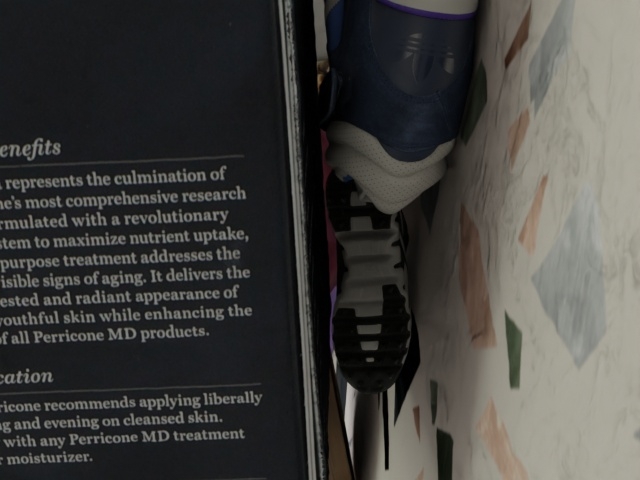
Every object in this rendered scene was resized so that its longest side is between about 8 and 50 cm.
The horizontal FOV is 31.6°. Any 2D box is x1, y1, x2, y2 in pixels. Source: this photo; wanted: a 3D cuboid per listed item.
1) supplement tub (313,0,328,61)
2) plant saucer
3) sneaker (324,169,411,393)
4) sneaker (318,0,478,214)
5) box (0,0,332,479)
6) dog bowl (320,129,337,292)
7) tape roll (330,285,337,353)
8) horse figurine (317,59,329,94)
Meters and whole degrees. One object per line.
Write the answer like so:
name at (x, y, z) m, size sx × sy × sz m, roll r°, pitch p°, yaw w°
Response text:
supplement tub at (-0.033, -0.413, 1.417) m, size 0.235 × 0.235 × 0.325 m, roll 104°, pitch 168°, yaw -62°
plant saucer at (0.002, 0.190, 1.348) m, size 0.278 × 0.041 × 0.278 m, roll -12°, pitch -90°, yaw -90°
sneaker at (0.053, 0.030, 1.097) m, size 0.106 × 0.078 × 0.234 m, roll -46°, pitch -47°, yaw -71°
sneaker at (0.044, -0.158, 0.987) m, size 0.323 × 0.130 × 0.236 m, roll -108°, pitch 26°, yaw -61°
box at (-0.143, -0.059, 0.972) m, size 0.480 × 0.297 × 0.471 m, roll -88°, pitch -4°, yaw -72°
dog bowl at (-0.125, -0.043, 1.453) m, size 0.150 × 0.408 × 0.408 m, roll 35°, pitch 124°, yaw 58°
tape roll at (-0.023, 0.106, 1.773) m, size 0.189 × 0.080 × 0.189 m, roll -177°, pitch 90°, yaw -85°
horse figurine at (0.024, -0.267, 1.606) m, size 0.174 × 0.066 × 0.263 m, roll 122°, pitch 155°, yaw -63°
